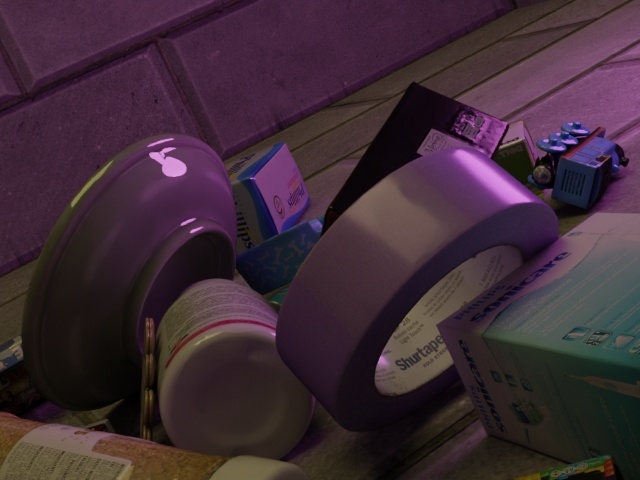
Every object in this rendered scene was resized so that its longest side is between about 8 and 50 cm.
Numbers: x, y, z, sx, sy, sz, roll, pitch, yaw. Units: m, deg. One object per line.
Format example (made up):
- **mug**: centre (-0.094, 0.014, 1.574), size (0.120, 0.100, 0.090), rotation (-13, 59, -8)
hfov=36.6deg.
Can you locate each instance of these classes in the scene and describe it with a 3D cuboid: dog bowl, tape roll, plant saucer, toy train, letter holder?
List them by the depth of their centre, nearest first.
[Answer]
- **tape roll**: centre (0.093, 0.050, 0.899), size (0.275, 0.274, 0.090), rotation (-31, 58, -23)
- **plant saucer**: centre (-0.214, 0.060, 1.283), size (0.101, 0.400, 0.400), rotation (24, 39, 24)
- **letter holder**: centre (0.115, -0.030, 1.316), size (0.152, 0.214, 0.301), rotation (25, 47, 9)
- **toy train**: centre (0.364, -0.109, 1.359), size (0.105, 0.080, 0.184), rotation (23, 31, 26)
- **dog bowl**: centre (0.000, 0.000, 1.510), size (0.297, 0.074, 0.166), rotation (-26, 0, -31)

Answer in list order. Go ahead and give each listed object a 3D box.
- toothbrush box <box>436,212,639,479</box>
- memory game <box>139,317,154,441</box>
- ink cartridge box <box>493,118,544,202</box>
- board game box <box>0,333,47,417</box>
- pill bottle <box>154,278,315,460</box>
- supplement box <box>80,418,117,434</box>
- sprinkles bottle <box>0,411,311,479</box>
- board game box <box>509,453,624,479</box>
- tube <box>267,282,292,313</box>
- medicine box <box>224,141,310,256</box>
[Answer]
- **toothbrush box**: centre (0.273, 0.079, 0.776), size (0.216, 0.126, 0.296), rotation (-32, 17, -23)
- **memory game**: centre (-0.196, 0.182, 1.093), size (0.012, 0.186, 0.186), rotation (2, 10, -12)
- **ink cartridge box**: centre (0.237, -0.082, 1.461), size (0.189, 0.097, 0.255), rotation (-20, 15, 16)
- **board game box**: centre (-0.482, 0.222, 1.453), size (0.243, 0.042, 0.165), rotation (-30, -25, -19)
- **pill bottle**: centre (-0.108, 0.138, 1.107), size (0.160, 0.160, 0.283), rotation (-26, 15, -6)
- **supplement box**: centre (-0.311, 0.297, 1.042), size (0.130, 0.073, 0.239), rotation (-20, 15, 19)
- **sprinkles bottle**: centre (-0.177, 0.227, 0.834), size (0.356, 0.121, 0.121), rotation (2, 27, 32)
- **board game box**: centre (0.131, 0.222, 0.657), size (0.170, 0.048, 0.141), rotation (-19, 17, 17)
- **tube**: centre (-0.028, 0.079, 1.425), size (0.080, 0.052, 0.207), rotation (-11, 12, 24)
- **medicine box**: centre (-0.197, -0.056, 1.954), size (0.289, 0.149, 0.263), rotation (-20, 15, 19)
